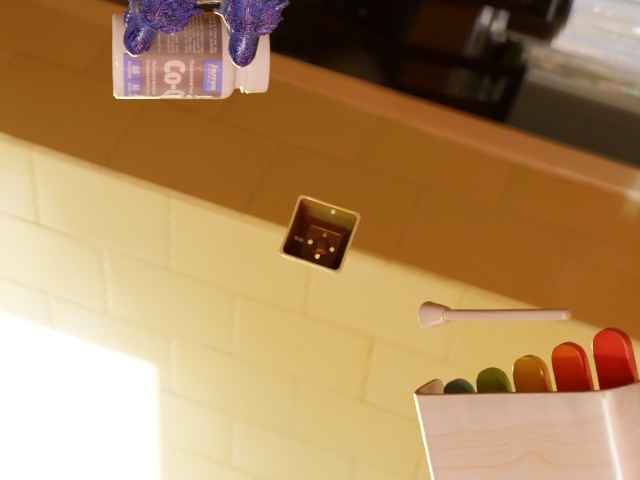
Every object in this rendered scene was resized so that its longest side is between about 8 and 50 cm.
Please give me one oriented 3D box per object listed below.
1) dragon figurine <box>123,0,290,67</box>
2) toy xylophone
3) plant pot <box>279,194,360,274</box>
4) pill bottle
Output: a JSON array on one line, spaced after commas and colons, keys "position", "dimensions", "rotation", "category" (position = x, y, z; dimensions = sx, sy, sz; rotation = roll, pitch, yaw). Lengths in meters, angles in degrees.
[{"position": [-0.026, -0.224, 0.632], "dimensions": [0.144, 0.085, 0.289], "rotation": [46, -64, 54], "category": "dragon figurine"}, {"position": [0.210, 0.169, 1.311], "dimensions": [0.081, 0.323, 0.236], "rotation": [-16, 103, -43], "category": "toy xylophone"}, {"position": [0.000, 0.000, 1.664], "dimensions": [0.083, 0.081, 0.081], "rotation": [85, 24, -78], "category": "plant pot"}, {"position": [-0.116, -0.165, 1.182], "dimensions": [0.078, 0.137, 0.078], "rotation": [179, -90, -82], "category": "pill bottle"}]
